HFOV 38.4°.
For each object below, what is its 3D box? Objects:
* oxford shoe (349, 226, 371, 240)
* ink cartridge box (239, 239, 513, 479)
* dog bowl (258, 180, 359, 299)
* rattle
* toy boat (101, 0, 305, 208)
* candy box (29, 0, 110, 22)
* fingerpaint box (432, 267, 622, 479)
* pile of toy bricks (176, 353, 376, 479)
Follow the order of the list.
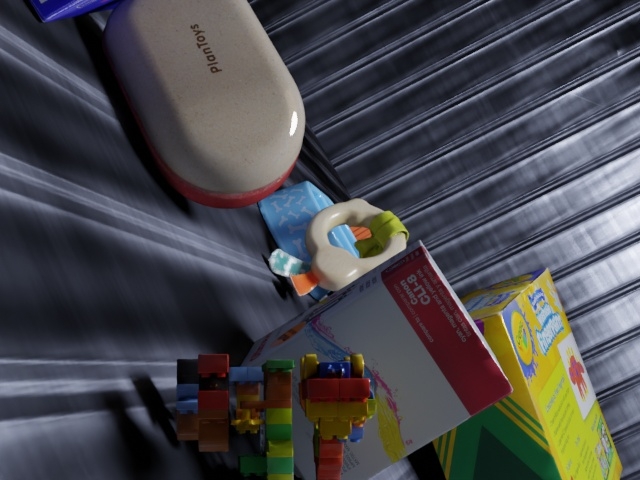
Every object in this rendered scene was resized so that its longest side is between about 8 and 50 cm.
[{"bbox_3d":[0.106,0.120,1.541,0.364,0.130,0.133,62,-15,-3],"label":"oxford shoe"},{"bbox_3d":[0.042,0.102,0.744,0.127,0.176,0.128,57,6,-3],"label":"ink cartridge box"},{"bbox_3d":[0.000,0.000,1.331,0.166,0.074,0.297,60,6,11],"label":"dog bowl"},{"bbox_3d":[0.013,0.044,1.140,0.130,0.199,0.143,40,-39,6],"label":"rattle"},{"bbox_3d":[-0.113,-0.126,0.886,0.231,0.151,0.151,62,-22,23],"label":"toy boat"},{"bbox_3d":[-0.138,-0.319,0.854,0.122,0.268,0.317,61,5,-13],"label":"candy box"},{"bbox_3d":[0.303,0.262,1.391,0.445,0.163,0.371,-18,87,-68],"label":"fingerpaint box"},{"bbox_3d":[-0.026,0.126,0.552,0.212,0.118,0.105,113,-23,-78],"label":"pile of toy bricks"}]
